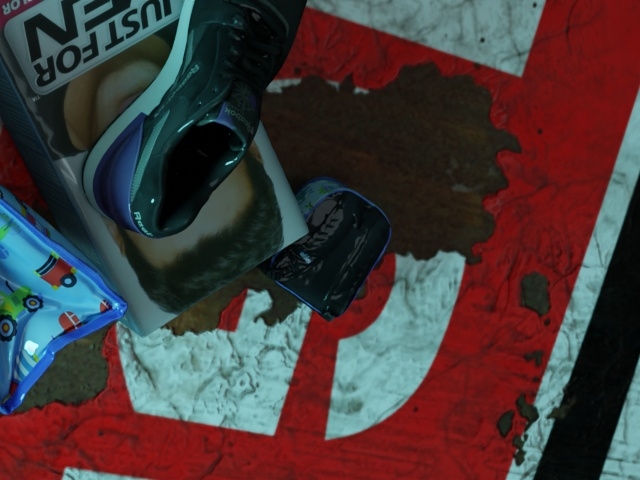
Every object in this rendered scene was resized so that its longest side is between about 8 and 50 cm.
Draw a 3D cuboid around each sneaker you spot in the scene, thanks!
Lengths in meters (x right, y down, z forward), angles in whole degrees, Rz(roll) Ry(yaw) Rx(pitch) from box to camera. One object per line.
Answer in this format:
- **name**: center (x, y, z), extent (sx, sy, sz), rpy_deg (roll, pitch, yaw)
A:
- **sneaker**: center (-0.072, -0.123, 1.388), extent (0.107, 0.124, 0.283), rpy_deg (33, 85, -33)

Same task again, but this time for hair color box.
- **hair color box**: center (-0.173, -0.126, 1.469), extent (0.185, 0.113, 0.374), rpy_deg (-33, 117, -18)

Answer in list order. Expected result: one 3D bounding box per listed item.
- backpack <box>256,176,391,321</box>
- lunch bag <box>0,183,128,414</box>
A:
- **backpack**: center (0.000, 0.000, 1.615), extent (0.105, 0.084, 0.114), rpy_deg (37, 89, -32)
- **lunch bag**: center (-0.318, -0.035, 1.350), extent (0.138, 0.221, 0.293), rpy_deg (-42, 119, -13)
